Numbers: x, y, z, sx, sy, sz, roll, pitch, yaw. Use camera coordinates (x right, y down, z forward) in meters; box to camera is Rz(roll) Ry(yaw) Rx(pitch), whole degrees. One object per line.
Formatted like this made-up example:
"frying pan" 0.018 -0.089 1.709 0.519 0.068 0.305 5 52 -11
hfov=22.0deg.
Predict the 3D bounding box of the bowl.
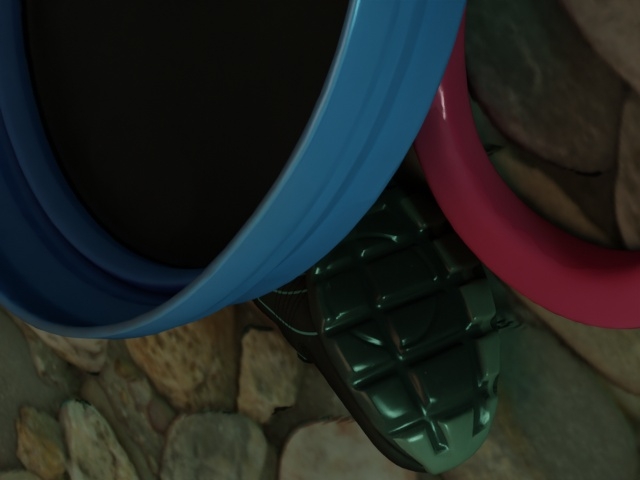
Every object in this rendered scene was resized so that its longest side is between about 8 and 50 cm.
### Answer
"bowl" -0.077 -0.151 0.749 0.391 0.077 0.391 -2 88 50

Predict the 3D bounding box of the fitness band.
"fitness band" 0.115 -0.099 0.687 0.209 0.054 0.291 28 128 32

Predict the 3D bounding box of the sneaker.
"sneaker" 0.000 0.000 0.830 0.267 0.101 0.106 62 148 15
